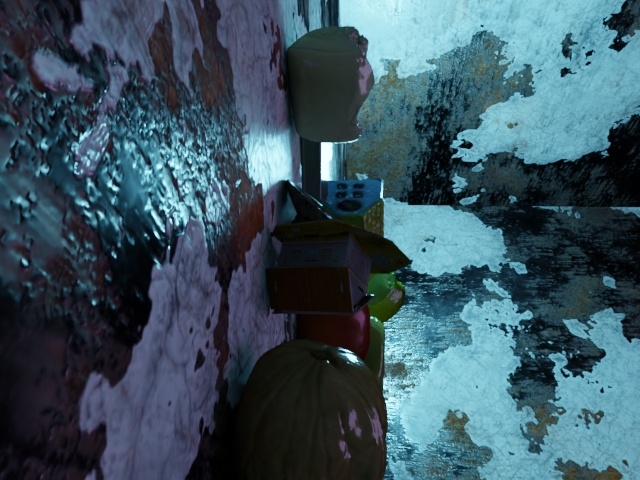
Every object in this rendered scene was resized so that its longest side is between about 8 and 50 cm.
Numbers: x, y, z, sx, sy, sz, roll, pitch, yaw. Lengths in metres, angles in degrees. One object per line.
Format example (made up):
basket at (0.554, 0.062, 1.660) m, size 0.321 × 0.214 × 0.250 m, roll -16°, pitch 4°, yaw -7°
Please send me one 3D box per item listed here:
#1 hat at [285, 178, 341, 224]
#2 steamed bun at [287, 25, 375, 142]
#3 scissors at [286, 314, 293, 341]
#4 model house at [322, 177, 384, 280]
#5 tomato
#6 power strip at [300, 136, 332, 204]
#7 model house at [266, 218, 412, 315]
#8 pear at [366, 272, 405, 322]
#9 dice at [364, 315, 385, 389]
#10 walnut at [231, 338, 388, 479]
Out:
hat at (0.000, 0.000, 0.917) m, size 0.128 × 0.265 × 0.265 m, roll -53°, pitch 179°, yaw 9°
steamed bun at (0.036, -0.315, 0.934) m, size 0.200 × 0.170 × 0.226 m, roll -46°, pitch 142°, yaw -44°
scissors at (-0.060, 0.279, 0.964) m, size 0.109 × 0.021 × 0.301 m, roll -85°, pitch 172°, yaw -64°
model house at (0.087, -0.021, 1.280) m, size 0.303 × 0.215 × 0.238 m, roll -86°, pitch 174°, yaw -61°
tomato at (0.038, 0.217, 1.137) m, size 0.260 × 0.179 × 0.260 m, roll 1°, pitch 90°, yaw -87°
power strip at (-0.009, -0.234, 1.161) m, size 0.194 × 0.059 × 0.265 m, roll -59°, pitch 150°, yaw -70°
model house at (0.027, 0.072, 0.742) m, size 0.207 × 0.219 × 0.136 m, roll 50°, pitch 47°, yaw -51°
pear at (0.156, 0.193, 1.654) m, size 0.239 × 0.317 × 0.343 m, roll 76°, pitch 17°, yaw -50°
dice at (0.080, 0.362, 1.339) m, size 0.233 × 0.226 × 0.239 m, roll 73°, pitch 20°, yaw -62°
walnut at (-0.013, 0.249, 0.583) m, size 0.228 × 0.227 × 0.228 m, roll 1°, pitch 90°, yaw -84°
